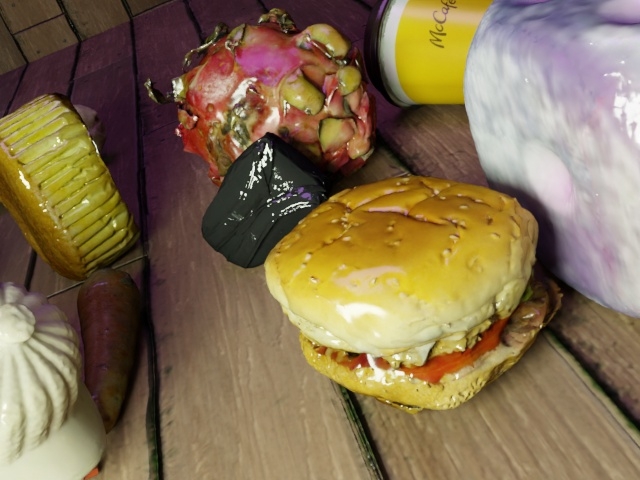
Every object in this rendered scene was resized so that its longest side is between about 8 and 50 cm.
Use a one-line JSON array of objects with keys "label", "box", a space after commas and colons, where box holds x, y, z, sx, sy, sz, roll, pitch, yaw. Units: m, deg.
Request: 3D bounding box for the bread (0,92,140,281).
[{"label": "bread", "box": [-0.370, -0.072, 1.196, 0.142, 0.253, 0.227, -34, 33, -26]}]

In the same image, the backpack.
[{"label": "backpack", "box": [-0.072, -0.048, 1.048, 0.165, 0.120, 0.106, -41, 11, 28]}]

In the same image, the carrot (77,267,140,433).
[{"label": "carrot", "box": [-0.239, 0.132, 0.946, 0.078, 0.078, 0.298, -21, 33, 3]}]

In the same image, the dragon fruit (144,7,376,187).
[{"label": "dragon fruit", "box": [-0.049, -0.187, 1.167, 0.291, 0.269, 0.250, 7, 49, 49]}]

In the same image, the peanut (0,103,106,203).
[{"label": "peanut", "box": [-0.558, -0.155, 1.612, 0.313, 0.149, 0.149, -21, 27, 4]}]

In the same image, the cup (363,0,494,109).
[{"label": "cup", "box": [0.209, -0.275, 1.213, 0.280, 0.196, 0.196, 16, 45, 39]}]

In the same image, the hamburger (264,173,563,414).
[{"label": "hamburger", "box": [0.082, 0.036, 0.760, 0.245, 0.163, 0.244, -18, 26, 9]}]

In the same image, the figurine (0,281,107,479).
[{"label": "figurine", "box": [-0.370, 0.158, 0.802, 0.332, 0.204, 0.185, -17, 42, 20]}]

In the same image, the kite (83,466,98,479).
[{"label": "kite", "box": [-0.288, 0.267, 0.786, 0.189, 0.009, 0.232, -33, 28, -19]}]

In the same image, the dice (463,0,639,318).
[{"label": "dice", "box": [0.308, -0.111, 0.737, 0.271, 0.270, 0.270, -28, 29, -11]}]
